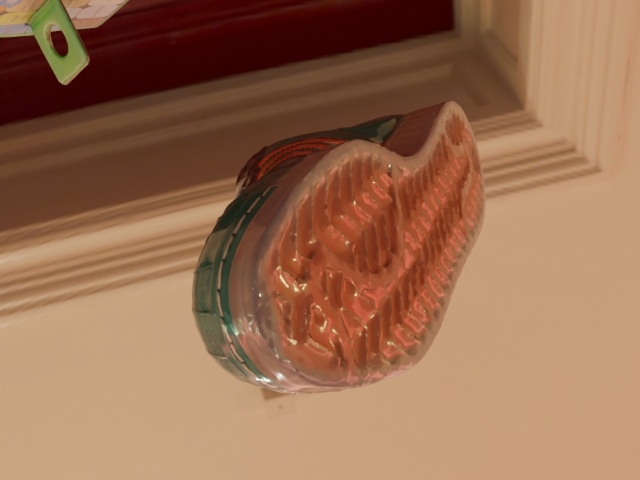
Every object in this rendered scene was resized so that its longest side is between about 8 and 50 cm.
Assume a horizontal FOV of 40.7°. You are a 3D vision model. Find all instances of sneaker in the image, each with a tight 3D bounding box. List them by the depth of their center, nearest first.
[{"bbox_3d":[0.000,0.000,0.453,0.121,0.108,0.302,-12,-170,25],"label":"sneaker"}]

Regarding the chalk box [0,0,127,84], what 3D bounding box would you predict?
[{"bbox_3d":[-0.210,-0.218,0.602,0.132,0.213,0.132,-14,-178,-34],"label":"chalk box"}]
